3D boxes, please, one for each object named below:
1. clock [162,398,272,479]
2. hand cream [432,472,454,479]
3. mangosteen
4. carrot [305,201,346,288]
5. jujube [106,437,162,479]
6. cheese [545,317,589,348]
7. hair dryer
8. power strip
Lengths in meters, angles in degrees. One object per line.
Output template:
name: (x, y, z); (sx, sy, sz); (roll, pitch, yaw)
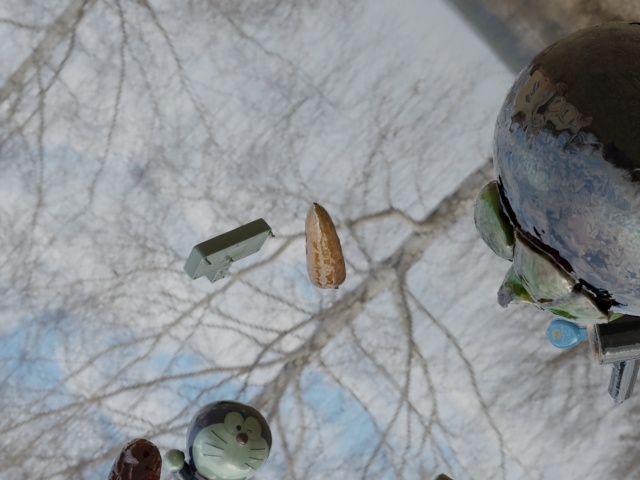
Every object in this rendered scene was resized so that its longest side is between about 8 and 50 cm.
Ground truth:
clock: (-0.187, 0.400, 1.748); (0.199, 0.243, 0.146); (26, -177, -26)
hand cream: (0.257, 0.458, 1.574); (0.203, 0.084, 0.084); (29, -168, 9)
mangosteen: (0.297, -0.047, 0.916); (0.300, 0.300, 0.300); (43, -165, -14)
carrot: (0.000, 0.000, 1.650); (0.072, 0.072, 0.205); (58, 168, 37)
jujube: (-0.276, 0.355, 1.439); (0.077, 0.129, 0.077); (14, 172, 2)
cheese: (0.383, 0.139, 1.470); (0.017, 0.111, 0.047); (-5, -91, -40)
hair dryer: (0.415, 0.155, 1.281); (0.255, 0.128, 0.070); (69, -167, -58)
power strip: (-0.212, 0.039, 2.193); (0.215, 0.145, 0.061); (-24, -113, -42)
